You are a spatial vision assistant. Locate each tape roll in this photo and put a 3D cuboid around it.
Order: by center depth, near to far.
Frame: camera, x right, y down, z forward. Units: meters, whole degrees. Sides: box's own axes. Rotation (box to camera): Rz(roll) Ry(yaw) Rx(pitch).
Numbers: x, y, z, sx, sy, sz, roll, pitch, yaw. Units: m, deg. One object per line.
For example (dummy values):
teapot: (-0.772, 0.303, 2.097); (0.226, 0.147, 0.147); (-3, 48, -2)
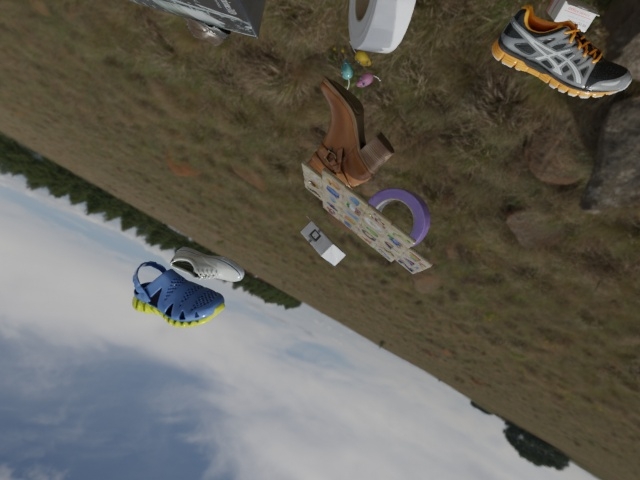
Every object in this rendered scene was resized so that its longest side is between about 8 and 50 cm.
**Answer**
tape roll: (0.159, -0.654, 1.078); (0.100, 0.286, 0.286); (1, 178, -13)
tape roll: (0.226, -0.062, 1.215); (0.189, 0.189, 0.080); (24, -164, 22)

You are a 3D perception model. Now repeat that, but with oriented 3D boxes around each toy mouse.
toy mouse: (0.124, -0.557, 1.351); (0.161, 0.143, 0.031); (34, 177, -16)

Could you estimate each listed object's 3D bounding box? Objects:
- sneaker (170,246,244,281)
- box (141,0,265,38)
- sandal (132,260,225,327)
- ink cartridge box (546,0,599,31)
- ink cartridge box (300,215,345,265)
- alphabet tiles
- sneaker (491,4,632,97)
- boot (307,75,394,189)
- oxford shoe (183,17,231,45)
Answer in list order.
sneaker: (-0.396, 0.102, 1.413); (0.258, 0.091, 0.094); (14, 129, 8)
box: (-0.370, -0.738, 0.968); (0.471, 0.297, 0.480); (12, -164, -6)
sandal: (-0.397, 0.138, 1.090); (0.317, 0.138, 0.126); (7, -155, 24)
ink cartridge box: (0.856, -0.776, 1.386); (0.115, 0.198, 0.067); (20, 132, 1)
ink cartridge box: (0.000, 0.000, 1.460); (0.180, 0.060, 0.104); (48, -174, 38)
alphabet tiles: (0.093, -0.044, 0.913); (0.342, 0.011, 0.285); (39, 173, 7)
sneaker: (0.386, -0.298, 0.644); (0.215, 0.084, 0.083); (29, 144, 14)
boot: (0.037, -0.271, 1.099); (0.283, 0.220, 0.109); (51, -149, -4)
oxford shoe: (-0.424, -0.731, 1.361); (0.227, 0.083, 0.096); (27, 137, -34)
